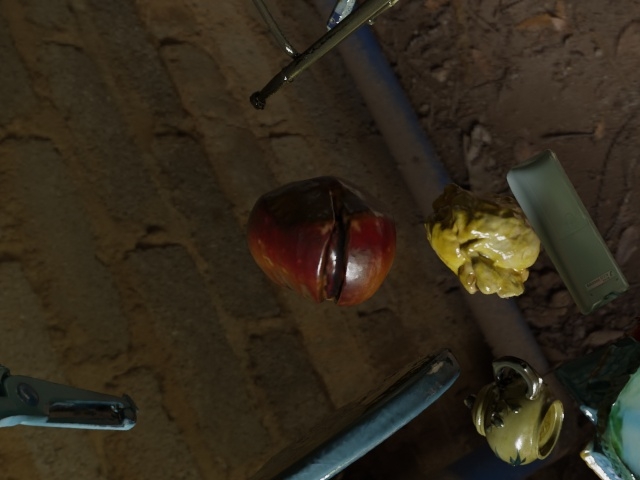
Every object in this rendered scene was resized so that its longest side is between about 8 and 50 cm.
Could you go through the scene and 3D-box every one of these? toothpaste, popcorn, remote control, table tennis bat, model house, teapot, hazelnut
[{"bbox_3d":[0.055,-0.483,1.694,0.037,0.062,0.216,22,127,-9],"label":"toothpaste"},{"bbox_3d":[0.322,-0.004,1.682,0.190,0.191,0.253,-37,90,9],"label":"popcorn"},{"bbox_3d":[0.442,-0.018,1.517,0.293,0.103,0.051,62,170,2],"label":"remote control"},{"bbox_3d":[-0.027,0.183,0.665,0.329,0.215,0.044,-39,84,18],"label":"table tennis bat"},{"bbox_3d":[0.464,0.290,1.315,0.261,0.226,0.241,50,155,-14],"label":"model house"},{"bbox_3d":[0.369,0.333,1.681,0.183,0.173,0.269,14,128,36],"label":"teapot"},{"bbox_3d":[0.000,0.000,1.166,0.204,0.178,0.177,6,104,-1],"label":"hazelnut"}]

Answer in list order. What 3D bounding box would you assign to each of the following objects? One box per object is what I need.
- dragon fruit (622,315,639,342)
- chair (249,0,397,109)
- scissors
[{"bbox_3d":[0.604,0.202,1.492,0.133,0.136,0.166,66,177,-32],"label":"dragon fruit"},{"bbox_3d":[0.044,-0.476,1.221,0.410,0.362,0.364,-14,114,47],"label":"chair"},{"bbox_3d":[-0.329,0.165,0.916,0.032,0.393,0.180,-36,61,14],"label":"scissors"}]
